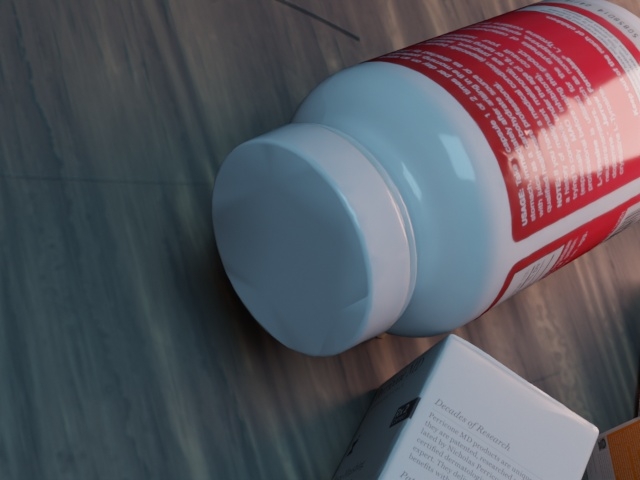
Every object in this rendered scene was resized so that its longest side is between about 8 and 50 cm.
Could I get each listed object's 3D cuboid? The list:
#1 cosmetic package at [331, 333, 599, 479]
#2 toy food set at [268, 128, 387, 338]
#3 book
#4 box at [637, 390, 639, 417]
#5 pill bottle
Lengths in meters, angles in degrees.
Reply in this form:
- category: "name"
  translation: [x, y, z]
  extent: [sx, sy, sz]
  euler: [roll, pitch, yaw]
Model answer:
- category: "cosmetic package"
  translation: [0.101, 0.207, 0.960]
  extent: [0.151, 0.151, 0.184]
  euler: [33, 59, -5]
- category: "toy food set"
  translation: [0.000, 0.000, 1.081]
  extent: [0.192, 0.038, 0.132]
  euler: [36, 64, -17]
- category: "book"
  translation: [0.282, 0.207, 1.037]
  extent: [0.035, 0.144, 0.096]
  euler: [4, 67, -21]
- category: "box"
  translation: [0.423, 0.188, 1.084]
  extent: [0.215, 0.168, 0.345]
  euler: [20, 61, -12]
- category: "pill bottle"
  translation: [0.116, -0.058, 1.002]
  extent: [0.407, 0.229, 0.229]
  euler: [-25, 79, -39]
